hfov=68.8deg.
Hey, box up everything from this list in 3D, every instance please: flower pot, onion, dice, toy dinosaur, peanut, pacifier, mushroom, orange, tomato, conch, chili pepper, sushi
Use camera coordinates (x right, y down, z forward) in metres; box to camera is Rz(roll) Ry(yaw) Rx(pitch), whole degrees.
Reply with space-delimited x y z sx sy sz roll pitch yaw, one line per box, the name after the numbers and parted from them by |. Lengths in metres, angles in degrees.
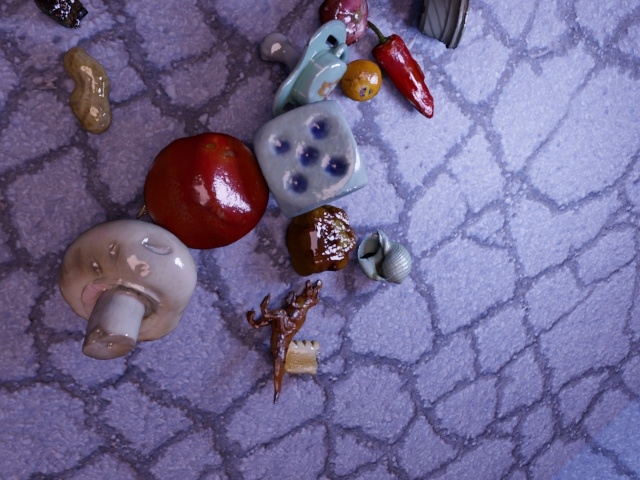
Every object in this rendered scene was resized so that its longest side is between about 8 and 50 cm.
0.397 -0.751 1.527 0.141 0.235 0.235 8 98 1 | flower pot
0.062 -0.698 1.447 0.184 0.147 0.184 -38 151 -26 | onion
-0.028 -0.230 1.344 0.265 0.268 0.262 -22 91 5 | dice
-0.144 0.289 1.547 0.208 0.097 0.432 32 70 -12 | toy dinosaur
-0.624 -0.403 1.262 0.103 0.098 0.229 -13 103 -45 | peanut
-0.064 -0.523 1.405 0.269 0.288 0.343 42 106 11 | pacifier
-0.478 0.131 1.208 0.353 0.353 0.325 -58 152 -2 | mushroom
0.128 -0.518 1.503 0.136 0.135 0.117 -9 69 -19 | orange
-0.316 -0.133 1.308 0.325 0.293 0.289 25 50 -51 | tomato
0.227 0.068 1.647 0.172 0.131 0.200 -25 67 8 | conch
0.270 -0.565 1.555 0.110 0.110 0.387 -45 114 -7 | chili pepper
-0.676 -0.610 1.214 0.094 0.098 0.084 29 85 -4 | sushi

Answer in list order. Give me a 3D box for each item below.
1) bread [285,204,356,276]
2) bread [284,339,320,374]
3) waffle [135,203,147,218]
0.009 -0.008 1.548 0.232 0.135 0.246 -13 101 -31 | bread
-0.073 0.400 1.620 0.177 0.084 0.119 11 95 -21 | bread
-0.478 -0.112 1.408 0.098 0.023 0.152 29 88 -22 | waffle
